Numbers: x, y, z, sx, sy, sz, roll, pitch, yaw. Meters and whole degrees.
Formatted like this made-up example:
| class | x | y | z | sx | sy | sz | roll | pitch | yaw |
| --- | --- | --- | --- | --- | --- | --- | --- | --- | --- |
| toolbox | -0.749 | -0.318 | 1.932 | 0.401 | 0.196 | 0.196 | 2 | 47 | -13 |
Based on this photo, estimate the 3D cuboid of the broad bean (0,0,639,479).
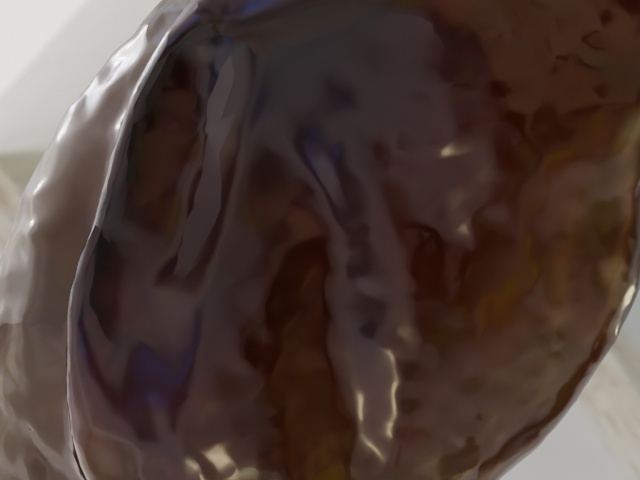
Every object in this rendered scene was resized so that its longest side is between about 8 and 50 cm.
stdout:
| class | x | y | z | sx | sy | sz | roll | pitch | yaw |
| --- | --- | --- | --- | --- | --- | --- | --- | --- | --- |
| broad bean | 0.003 | 0.002 | 0.506 | 0.156 | 0.228 | 0.122 | 41 | -168 | 17 |
